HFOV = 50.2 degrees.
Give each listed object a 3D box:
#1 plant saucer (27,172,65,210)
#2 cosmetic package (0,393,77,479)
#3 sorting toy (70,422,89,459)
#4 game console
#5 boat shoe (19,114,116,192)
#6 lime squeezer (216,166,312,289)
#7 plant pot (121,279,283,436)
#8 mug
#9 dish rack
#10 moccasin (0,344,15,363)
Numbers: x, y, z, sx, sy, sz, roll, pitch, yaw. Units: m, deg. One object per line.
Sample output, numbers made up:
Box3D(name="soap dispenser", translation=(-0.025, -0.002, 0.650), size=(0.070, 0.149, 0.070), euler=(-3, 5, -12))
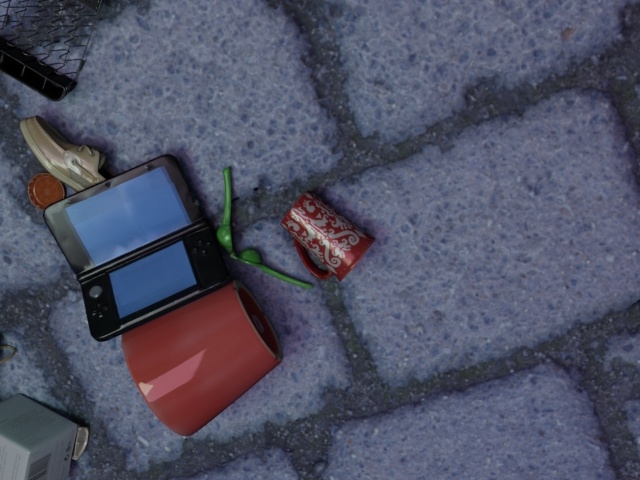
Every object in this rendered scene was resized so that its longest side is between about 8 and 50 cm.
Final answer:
Box3D(name="plant saucer", translation=(-0.591, -0.105, 1.478), size=(0.083, 0.013, 0.084), euler=(2, 103, 7))
Box3D(name="cosmetic package", translation=(-0.677, 0.467, 1.532), size=(0.183, 0.151, 0.151), euler=(22, 106, 18))
Box3D(name="sorting toy", translation=(-0.586, 0.456, 1.596), size=(0.075, 0.045, 0.083), euler=(15, 104, 11))
Box3D(name="game console", translation=(-0.364, 0.013, 1.345), size=(0.293, 0.250, 0.173), euler=(-25, 140, -4))
Box3D(name="boat shoe", translation=(-0.482, -0.151, 1.409), size=(0.098, 0.109, 0.302), euler=(-41, 101, 9))
Box3D(name="lime squeezer", translation=(-0.148, 0.005, 1.436), size=(0.110, 0.059, 0.310), euler=(-37, 96, -19))
Box3D(name="plant pot", translation=(-0.226, 0.222, 1.392), size=(0.243, 0.275, 0.275), euler=(-30, 98, 3))
Box3D(name="mug", translation=(0.000, 0.000, 1.379), size=(0.169, 0.113, 0.150), euler=(40, 103, 0))
Box3D(name="dish rack", translation=(-0.545, -0.441, 1.348), size=(0.208, 0.074, 0.272), euler=(30, 116, -2))
Box3D(name="moccasin", translation=(-0.786, 0.241, 1.531), size=(0.146, 0.139, 0.380), euler=(-3, 93, 17))
